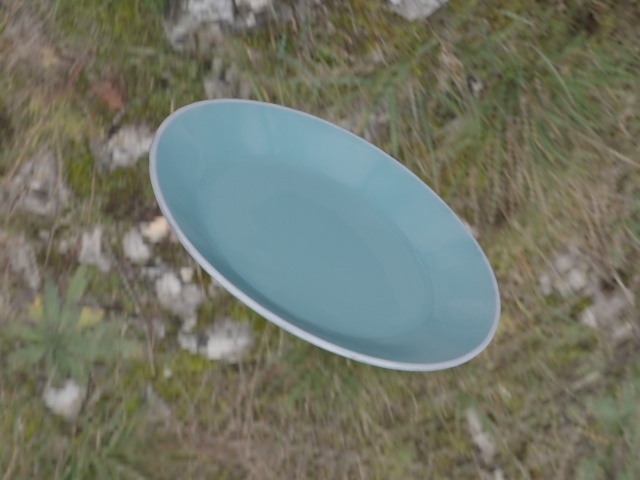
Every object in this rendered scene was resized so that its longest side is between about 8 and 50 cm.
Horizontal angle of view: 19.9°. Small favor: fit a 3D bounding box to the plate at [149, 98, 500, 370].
[{"bbox_3d":[0.000,0.000,0.872,0.188,0.188,0.024,26,121,-11],"label":"plate"}]
